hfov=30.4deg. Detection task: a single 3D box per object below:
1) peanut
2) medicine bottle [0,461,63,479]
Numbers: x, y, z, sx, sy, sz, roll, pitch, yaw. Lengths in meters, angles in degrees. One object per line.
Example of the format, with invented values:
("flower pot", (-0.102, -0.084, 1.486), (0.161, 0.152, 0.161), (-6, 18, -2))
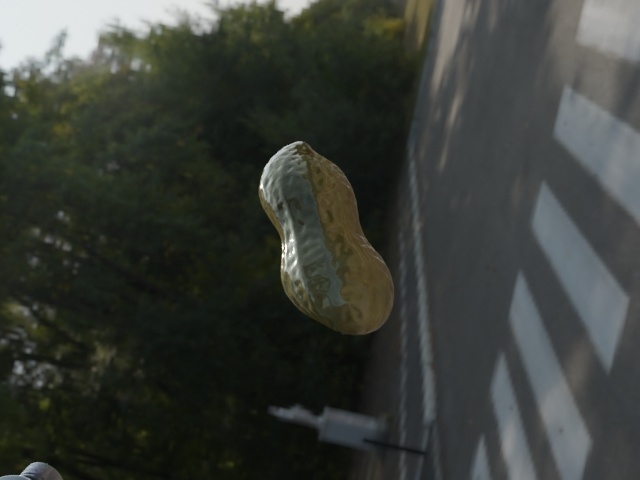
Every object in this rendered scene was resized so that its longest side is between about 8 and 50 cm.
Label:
("peanut", (0.000, 0.000, 1.378), (0.125, 0.111, 0.274), (-53, 45, 39))
("medicine bottle", (-0.330, 0.296, 1.282), (0.118, 0.055, 0.074), (-50, -41, -59))
